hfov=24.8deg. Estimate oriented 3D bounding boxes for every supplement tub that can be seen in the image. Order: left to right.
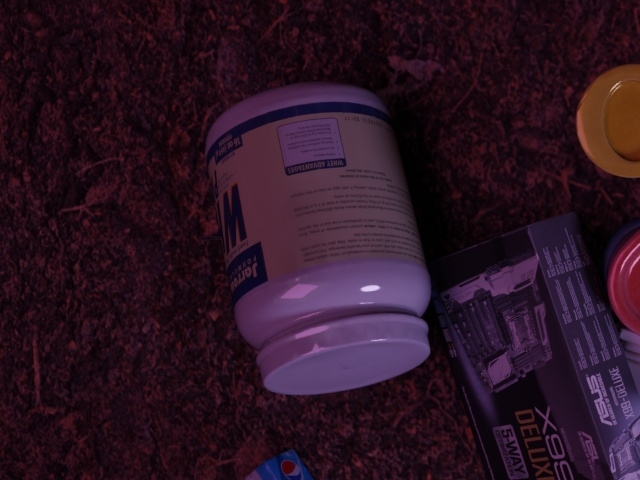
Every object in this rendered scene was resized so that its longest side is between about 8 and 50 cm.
[{"bbox_3d":[0.000,0.000,1.734,0.235,0.235,0.324,-26,65,34],"label":"supplement tub"}]

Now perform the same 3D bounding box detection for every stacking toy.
[{"bbox_3d":[0.428,-0.052,1.596,0.280,0.130,0.308,-7,97,8],"label":"stacking toy"}]

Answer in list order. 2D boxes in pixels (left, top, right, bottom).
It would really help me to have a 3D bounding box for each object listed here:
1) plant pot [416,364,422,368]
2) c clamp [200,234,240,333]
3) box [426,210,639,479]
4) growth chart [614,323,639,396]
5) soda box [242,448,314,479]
[{"bbox_3d":[0.072,0.123,1.847,0.082,0.081,0.083,-11,77,34],"label":"plant pot"},{"bbox_3d":[-0.093,0.066,1.982,0.137,0.022,0.160,-5,93,29],"label":"c clamp"},{"bbox_3d":[0.246,0.143,1.676,0.242,0.077,0.307,-24,83,61],"label":"box"},{"bbox_3d":[0.371,0.202,1.650,0.172,0.021,0.237,28,132,25],"label":"growth chart"},{"bbox_3d":[-0.101,0.374,2.000,0.210,0.071,0.067,-45,73,30],"label":"soda box"}]
